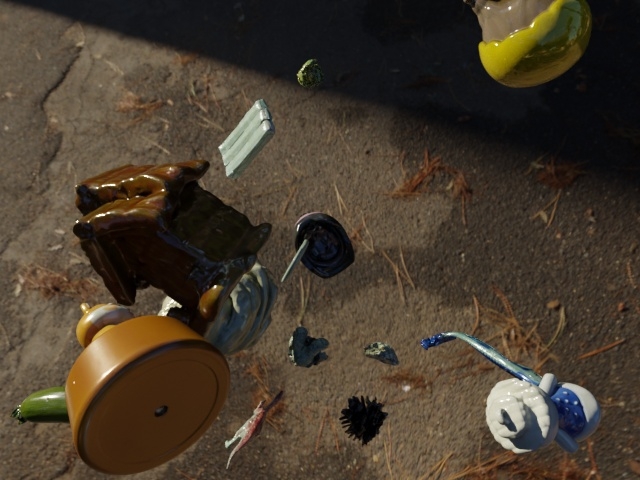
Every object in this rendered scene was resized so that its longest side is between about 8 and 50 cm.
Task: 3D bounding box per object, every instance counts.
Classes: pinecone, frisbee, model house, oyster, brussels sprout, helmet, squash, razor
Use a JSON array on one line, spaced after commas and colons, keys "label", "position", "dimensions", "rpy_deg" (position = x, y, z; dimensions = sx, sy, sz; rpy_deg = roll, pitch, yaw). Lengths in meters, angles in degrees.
[{"label": "pinecone", "position": [0.117, 0.488, 1.535], "dimensions": [0.120, 0.140, 0.140], "rpy_deg": [30, 66, 9]}, {"label": "frisbee", "position": [-0.055, 0.047, 1.228], "dimensions": [0.014, 0.110, 0.110], "rpy_deg": [29, 65, 0]}, {"label": "model house", "position": [-0.193, 0.003, 0.663], "dimensions": [0.229, 0.220, 0.199], "rpy_deg": [35, 33, -1]}, {"label": "oyster", "position": [0.193, 0.373, 1.798], "dimensions": [0.100, 0.098, 0.037], "rpy_deg": [-14, 29, 20]}, {"label": "brussels sprout", "position": [-0.028, -0.456, 1.538], "dimensions": [0.085, 0.085, 0.058], "rpy_deg": [-36, 34, -15]}, {"label": "helmet", "position": [0.000, 0.000, 2.057], "dimensions": [0.198, 0.253, 0.154], "rpy_deg": [-34, 38, 7]}, {"label": "squash", "position": [-0.457, 0.319, 1.070], "dimensions": [0.318, 0.080, 0.071], "rpy_deg": [-1, 62, 9]}, {"label": "razor", "position": [0.354, 0.246, 1.204], "dimensions": [0.093, 0.056, 0.324], "rpy_deg": [-12, 15, -28]}]

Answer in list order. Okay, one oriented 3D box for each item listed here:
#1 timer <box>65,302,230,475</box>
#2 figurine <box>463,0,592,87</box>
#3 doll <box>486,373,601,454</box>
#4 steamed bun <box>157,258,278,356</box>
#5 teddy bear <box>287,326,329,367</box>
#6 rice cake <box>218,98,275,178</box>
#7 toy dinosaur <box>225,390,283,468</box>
[{"label": "timer", "position": [-0.173, 0.104, 0.496], "dimensions": [0.132, 0.132, 0.152], "rpy_deg": [-39, 47, -16]}, {"label": "figurine", "position": [0.390, -0.474, 1.103], "dimensions": [0.187, 0.215, 0.344], "rpy_deg": [-15, 82, -36]}, {"label": "doll", "position": [0.392, 0.301, 0.967], "dimensions": [0.293, 0.119, 0.138], "rpy_deg": [10, 63, -38]}, {"label": "steamed bun", "position": [-0.273, 0.210, 1.569], "dimensions": [0.339, 0.247, 0.352], "rpy_deg": [-30, 19, -17]}, {"label": "teddy bear", "position": [-0.045, 0.360, 1.774], "dimensions": [0.133, 0.213, 0.111], "rpy_deg": [28, 67, 9]}, {"label": "rice cake", "position": [-0.200, -0.277, 1.530], "dimensions": [0.211, 0.038, 0.124], "rpy_deg": [-37, 62, 37]}, {"label": "toy dinosaur", "position": [-0.186, 0.511, 1.501], "dimensions": [0.053, 0.242, 0.167], "rpy_deg": [46, 108, 1]}]
